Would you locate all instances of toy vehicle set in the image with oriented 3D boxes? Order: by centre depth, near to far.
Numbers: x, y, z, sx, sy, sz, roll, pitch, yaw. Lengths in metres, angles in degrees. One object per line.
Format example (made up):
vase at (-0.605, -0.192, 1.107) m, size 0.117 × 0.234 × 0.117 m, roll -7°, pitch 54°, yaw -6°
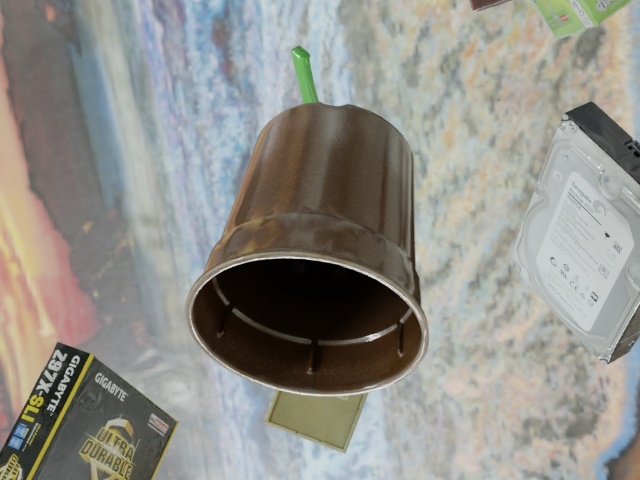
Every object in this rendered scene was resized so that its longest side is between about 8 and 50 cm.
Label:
toy vehicle set at (0.017, 0.244, 1.933) m, size 0.035 × 0.166 × 0.267 m, roll -6°, pitch -63°, yaw -84°

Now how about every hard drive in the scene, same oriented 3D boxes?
hard drive at (0.399, -0.001, 1.496) m, size 0.237 × 0.064 × 0.339 m, roll 52°, pitch 152°, yaw 29°

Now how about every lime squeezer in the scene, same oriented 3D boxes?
lime squeezer at (-0.018, -0.065, 1.163) m, size 0.059 × 0.110 × 0.310 m, roll -53°, pitch -14°, yaw -37°

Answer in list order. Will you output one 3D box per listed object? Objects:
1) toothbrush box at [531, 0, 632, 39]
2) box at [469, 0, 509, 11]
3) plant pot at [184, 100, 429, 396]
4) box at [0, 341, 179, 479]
toothbrush box at (0.328, -0.439, 1.454) m, size 0.283 × 0.122 × 0.206 m, roll 54°, pitch -179°, yaw -5°
box at (0.241, -0.381, 1.143) m, size 0.167 × 0.203 × 0.169 m, roll -68°, pitch -42°, yaw -58°
plant pot at (0.000, 0.000, 0.751) m, size 0.167 × 0.166 × 0.165 m, roll 86°, pitch -170°, yaw -49°
box at (-0.355, 0.332, 1.568) m, size 0.257 × 0.079 × 0.322 m, roll -65°, pitch -25°, yaw -19°
